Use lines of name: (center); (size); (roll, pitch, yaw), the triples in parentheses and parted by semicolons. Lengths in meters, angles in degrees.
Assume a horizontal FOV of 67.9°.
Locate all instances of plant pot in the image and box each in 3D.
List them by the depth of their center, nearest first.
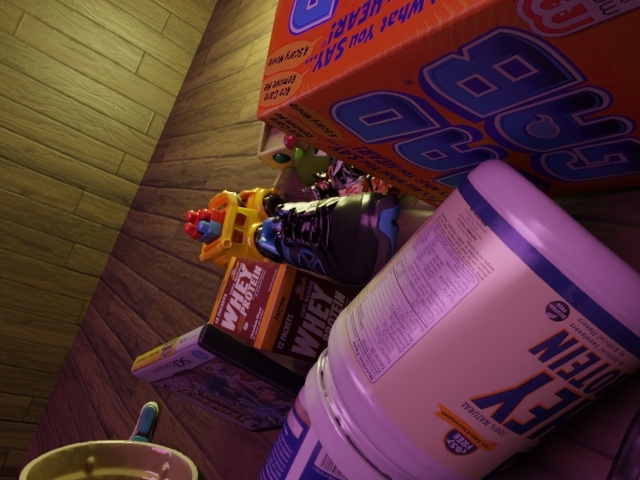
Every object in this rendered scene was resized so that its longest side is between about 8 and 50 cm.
plant pot: (-0.440, 0.618, 0.957); (0.333, 0.333, 0.306); (4, 85, 54)

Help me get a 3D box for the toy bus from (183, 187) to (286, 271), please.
toy bus: (-0.203, -0.040, 1.101); (0.149, 0.211, 0.221); (-26, 48, 44)

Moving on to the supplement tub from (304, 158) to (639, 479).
supplement tub: (0.156, 0.106, 0.509); (0.325, 0.235, 0.236); (-51, 37, 21)

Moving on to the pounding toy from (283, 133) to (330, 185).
pounding toy: (-0.010, -0.246, 1.028); (0.237, 0.110, 0.183); (-59, 23, 4)

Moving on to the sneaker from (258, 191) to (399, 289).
sneaker: (0.000, 0.000, 0.688); (0.340, 0.139, 0.125); (159, 123, -70)

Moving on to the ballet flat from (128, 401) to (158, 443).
ballet flat: (-0.474, 0.515, 1.272); (0.052, 0.057, 0.169); (144, 149, -78)

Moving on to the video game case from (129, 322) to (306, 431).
video game case: (-0.144, 0.244, 0.791); (0.248, 0.274, 0.035); (-28, 34, 41)

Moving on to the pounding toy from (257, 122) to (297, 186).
pounding toy: (-0.087, -0.226, 1.179); (0.130, 0.100, 0.141); (-10, 64, 34)

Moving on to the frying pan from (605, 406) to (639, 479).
frying pan: (0.262, 0.161, 0.372); (0.053, 0.197, 0.327); (21, 96, 31)

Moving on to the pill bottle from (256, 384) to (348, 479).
pill bottle: (-0.012, 0.346, 0.658); (0.153, 0.153, 0.265); (29, 93, 56)

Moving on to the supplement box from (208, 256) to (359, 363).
supplement box: (-0.051, 0.123, 0.810); (0.191, 0.194, 0.129); (3, 73, 54)

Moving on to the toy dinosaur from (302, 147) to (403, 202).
toy dinosaur: (0.073, -0.104, 0.871); (0.321, 0.164, 0.219); (-16, 70, 26)

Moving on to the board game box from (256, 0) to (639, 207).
board game box: (0.199, -0.268, 0.518); (0.356, 0.356, 0.357); (-8, 69, 50)
